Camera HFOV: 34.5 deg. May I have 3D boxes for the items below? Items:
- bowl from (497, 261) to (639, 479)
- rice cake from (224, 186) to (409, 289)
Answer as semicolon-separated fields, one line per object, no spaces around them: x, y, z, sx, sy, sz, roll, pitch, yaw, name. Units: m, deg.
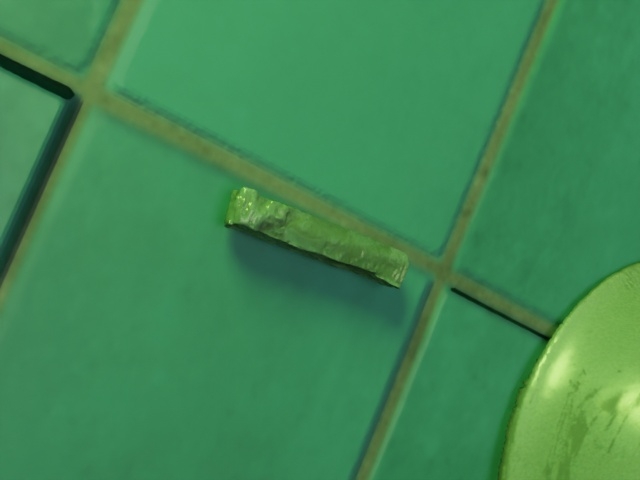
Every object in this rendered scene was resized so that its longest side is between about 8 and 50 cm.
0.284;0.172;0.696;0.313;0.146;0.313;-3;96;-33;bowl
0.000;0.000;0.563;0.121;0.021;0.022;22;76;-34;rice cake
